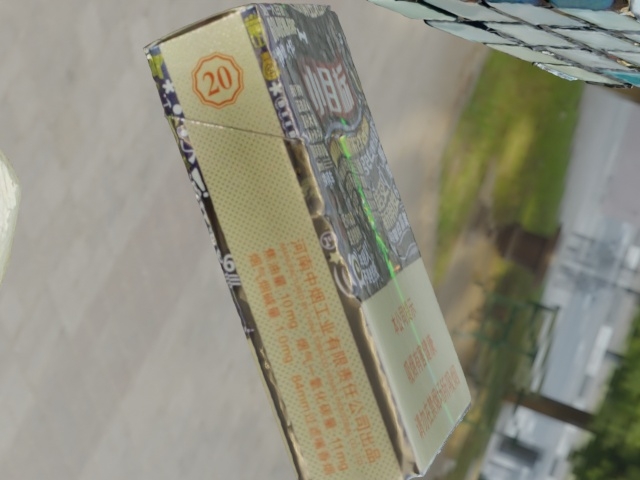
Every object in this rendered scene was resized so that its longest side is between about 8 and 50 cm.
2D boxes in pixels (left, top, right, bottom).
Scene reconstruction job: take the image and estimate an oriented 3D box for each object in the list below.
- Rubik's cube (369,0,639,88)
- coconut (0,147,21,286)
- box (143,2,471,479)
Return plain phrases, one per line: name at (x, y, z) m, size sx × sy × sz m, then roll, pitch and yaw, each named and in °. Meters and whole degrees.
Rubik's cube at (0.132, -0.148, 0.663) m, size 0.154 × 0.155 × 0.151 m, roll 15°, pitch 90°, yaw -38°
coconut at (-0.275, -0.011, 0.782) m, size 0.245 × 0.245 × 0.247 m, roll -3°, pitch 108°, yaw -76°
box at (0.000, 0.000, 1.063) m, size 0.198 × 0.084 × 0.310 m, roll -28°, pitch 98°, yaw -74°
